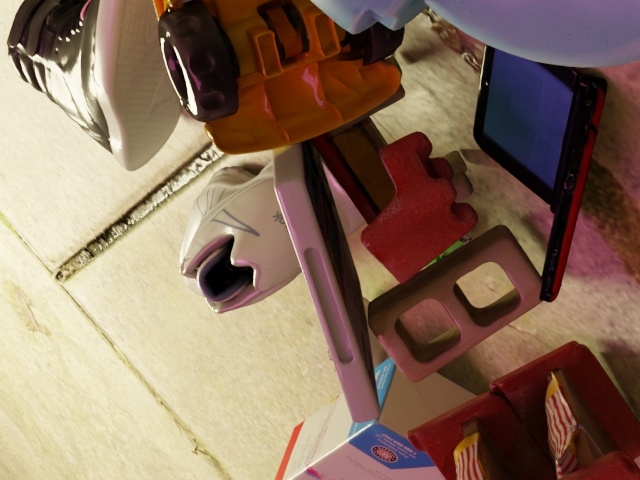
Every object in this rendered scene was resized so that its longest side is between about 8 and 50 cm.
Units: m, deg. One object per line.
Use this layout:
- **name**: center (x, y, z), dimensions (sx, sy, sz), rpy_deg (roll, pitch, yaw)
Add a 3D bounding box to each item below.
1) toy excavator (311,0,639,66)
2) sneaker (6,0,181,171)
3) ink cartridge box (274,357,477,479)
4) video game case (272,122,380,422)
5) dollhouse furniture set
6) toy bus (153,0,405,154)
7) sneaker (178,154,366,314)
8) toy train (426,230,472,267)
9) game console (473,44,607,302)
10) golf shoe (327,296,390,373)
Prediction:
- **toy excavator**: center (0.183, -0.186, 0.739), dimensions (0.445, 0.222, 0.433), rpy_deg (39, 141, 1)
- **sneaker**: center (-0.192, -0.173, 1.465), dimensions (0.147, 0.104, 0.296), rpy_deg (37, 158, 11)
- **ink cartridge box**: center (0.052, 0.196, 1.536), dimensions (0.134, 0.078, 0.231), rpy_deg (32, 142, -15)
- **video game case**: center (0.000, 0.000, 1.244), dimensions (0.201, 0.023, 0.183), rpy_deg (-96, -11, -65)
- **dollhouse furniture set**: center (0.090, 0.084, 1.232), dimensions (0.374, 0.152, 0.201), rpy_deg (55, -169, -16)
- **toy bus**: center (-0.057, -0.195, 1.195), dimensions (0.211, 0.149, 0.220), rpy_deg (-135, 27, -60)
- **sneaker**: center (-0.072, 0.004, 1.507), dimensions (0.111, 0.129, 0.297), rpy_deg (47, 157, -4)
- **toy train**: center (0.093, 0.002, 1.371), dimensions (0.023, 0.017, 0.083), rpy_deg (38, 155, -3)
- **game console**: center (0.130, -0.051, 1.158), dimensions (0.085, 0.124, 0.144), rpy_deg (13, 147, 8)
- **golf shoe**: center (0.064, 0.110, 1.541), dimensions (0.086, 0.069, 0.176), rpy_deg (7, 142, 31)
